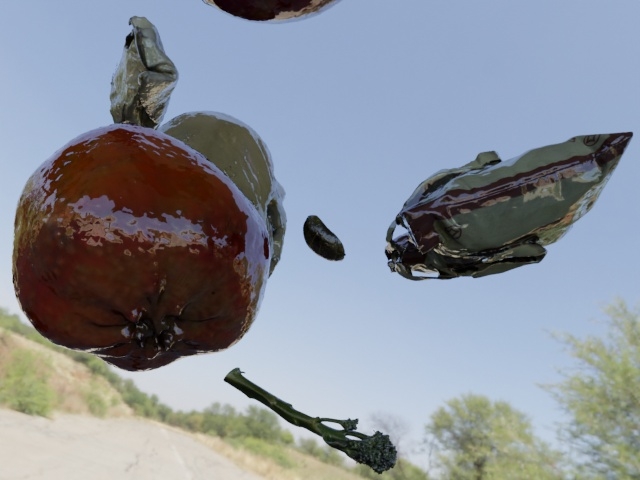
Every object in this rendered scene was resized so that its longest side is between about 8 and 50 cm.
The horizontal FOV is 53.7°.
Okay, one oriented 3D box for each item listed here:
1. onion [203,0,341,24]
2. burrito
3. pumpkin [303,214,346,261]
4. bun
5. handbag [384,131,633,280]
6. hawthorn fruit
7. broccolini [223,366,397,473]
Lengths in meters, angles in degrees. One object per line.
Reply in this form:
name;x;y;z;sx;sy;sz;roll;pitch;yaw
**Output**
onion;-0.071;-0.371;0.727;0.256;0.231;0.272;55;5;-10
burrito;-0.421;-0.390;1.534;0.135;0.190;0.332;3;-15;-26
pumpkin;-0.001;0.001;0.885;0.083;0.028;0.050;38;-39;26
bun;-0.176;-0.056;1.075;0.235;0.362;0.325;6;-62;20
handbag;0.190;-0.032;0.679;0.235;0.127;0.213;-14;-16;-2
hawthorn fruit;-0.209;-0.015;0.759;0.287;0.330;0.287;-11;-41;-10
broccolini;-0.027;0.331;1.230;0.392;0.073;0.078;24;-18;25
